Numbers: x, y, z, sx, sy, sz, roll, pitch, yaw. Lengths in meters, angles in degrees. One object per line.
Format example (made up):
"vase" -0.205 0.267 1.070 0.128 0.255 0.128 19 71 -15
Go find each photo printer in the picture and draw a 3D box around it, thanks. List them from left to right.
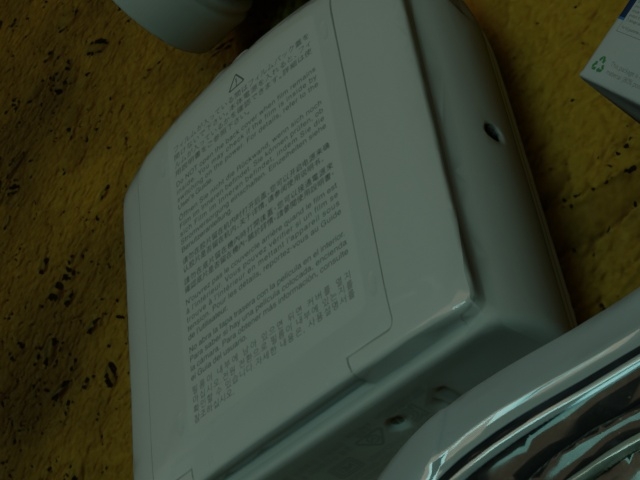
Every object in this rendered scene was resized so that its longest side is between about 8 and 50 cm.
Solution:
"photo printer" 0.000 0.000 0.843 0.256 0.107 0.307 -38 40 27

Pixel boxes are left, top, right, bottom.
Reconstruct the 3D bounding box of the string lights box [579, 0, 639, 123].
"string lights box" 0.246 -0.147 0.679 0.259 0.077 0.133 -56 36 4

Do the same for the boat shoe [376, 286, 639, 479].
"boat shoe" 0.131 0.101 0.600 0.335 0.121 0.119 -44 34 17

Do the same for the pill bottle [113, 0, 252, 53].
"pill bottle" -0.016 -0.276 1.002 0.318 0.176 0.176 -42 39 23
